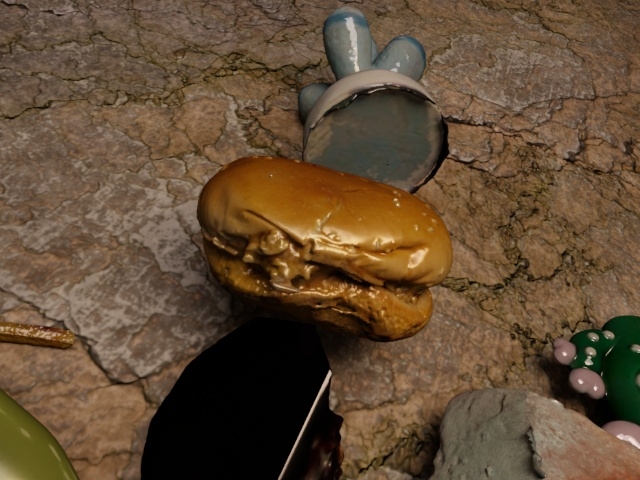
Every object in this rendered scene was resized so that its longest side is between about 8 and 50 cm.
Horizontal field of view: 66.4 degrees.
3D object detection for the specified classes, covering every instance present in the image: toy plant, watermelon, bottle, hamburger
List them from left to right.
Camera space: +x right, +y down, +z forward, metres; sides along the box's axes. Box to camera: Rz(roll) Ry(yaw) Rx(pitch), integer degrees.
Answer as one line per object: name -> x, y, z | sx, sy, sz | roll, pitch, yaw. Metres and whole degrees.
bottle -> -0.299, 0.209, 0.440 | 0.260, 0.112, 0.112 | 34, 51, 10
hamburger -> 0.000, 0.000, 0.572 | 0.289, 0.170, 0.314 | 11, 10, -12
toy plant -> 0.071, -0.250, 0.840 | 0.247, 0.247, 0.332 | 5, 48, -13
watermelon -> 0.222, 0.268, 0.506 | 0.387, 0.228, 0.258 | -2, 44, -24
toy plant -> 0.444, 0.214, 0.660 | 0.232, 0.112, 0.243 | -1, 48, -19

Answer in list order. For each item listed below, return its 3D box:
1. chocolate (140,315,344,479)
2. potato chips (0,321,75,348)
chocolate -> -0.051, 0.224, 0.512 | 0.177, 0.206, 0.224 | 52, 54, -33
potato chips -> -0.386, 0.106, 0.551 | 0.204, 0.026, 0.037 | 3, 56, -15
